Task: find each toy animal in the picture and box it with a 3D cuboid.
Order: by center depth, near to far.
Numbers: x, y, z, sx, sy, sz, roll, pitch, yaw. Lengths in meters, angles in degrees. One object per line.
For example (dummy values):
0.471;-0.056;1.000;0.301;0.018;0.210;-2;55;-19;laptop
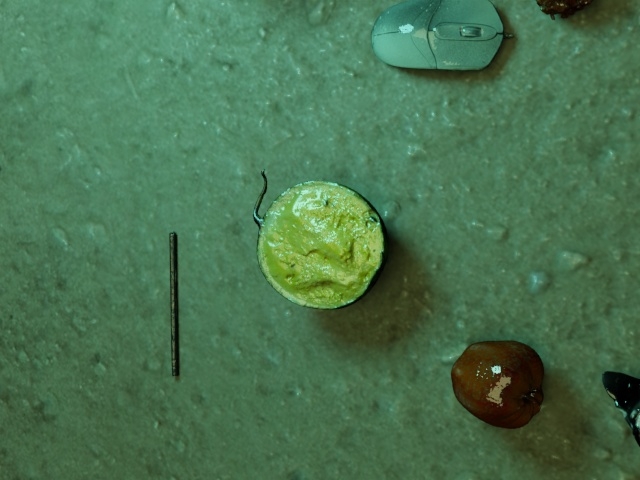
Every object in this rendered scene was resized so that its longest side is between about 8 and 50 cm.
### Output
0.511;0.220;1.138;0.179;0.138;0.166;-35;96;26;toy animal

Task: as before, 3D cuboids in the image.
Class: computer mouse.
0.180;-0.319;1.280;0.228;0.068;0.113;3;96;22;computer mouse

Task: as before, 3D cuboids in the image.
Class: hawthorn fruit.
0.265;0.215;1.247;0.138;0.132;0.133;20;102;45;hawthorn fruit

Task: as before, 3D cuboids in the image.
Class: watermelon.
0.006;0.004;1.338;0.232;0.127;0.204;13;98;20;watermelon

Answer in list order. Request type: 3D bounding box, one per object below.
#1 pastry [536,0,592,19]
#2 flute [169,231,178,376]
0.332;-0.430;1.193;0.097;0.115;0.209;-19;88;34;pastry
-0.271;0.118;1.523;0.014;0.014;0.270;1;93;22;flute
